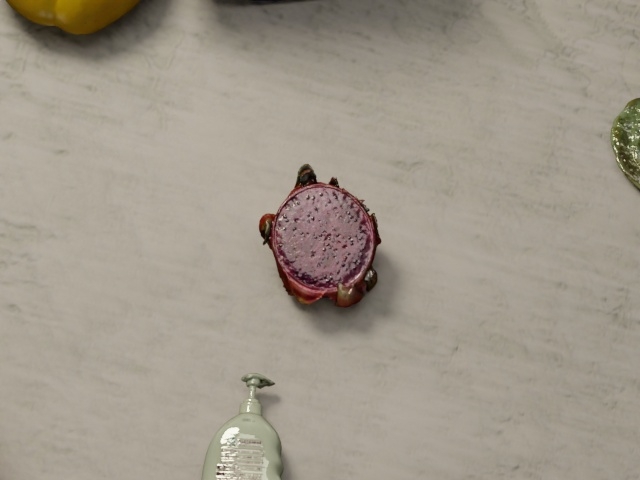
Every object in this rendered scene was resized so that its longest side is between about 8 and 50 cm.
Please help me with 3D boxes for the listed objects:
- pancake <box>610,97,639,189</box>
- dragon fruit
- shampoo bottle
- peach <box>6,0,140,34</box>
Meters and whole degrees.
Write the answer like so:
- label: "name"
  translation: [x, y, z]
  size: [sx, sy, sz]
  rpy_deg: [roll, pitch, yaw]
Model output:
- label: "pancake"
  translation: [0.348, -0.092, 1.732]
  size: [0.116, 0.022, 0.129]
  rpy_deg: [-32, 70, -12]
- label: "dragon fruit"
  translation: [0.000, 0.005, 1.658]
  size: [0.126, 0.068, 0.112]
  rpy_deg: [42, 81, 3]
- label: "shampoo bottle"
  translation: [-0.068, 0.191, 1.577]
  size: [0.077, 0.045, 0.152]
  rpy_deg: [2, 67, 1]
- label: "peach"
  translation: [-0.254, -0.292, 1.767]
  size: [0.179, 0.103, 0.179]
  rpy_deg: [0, 68, -1]
